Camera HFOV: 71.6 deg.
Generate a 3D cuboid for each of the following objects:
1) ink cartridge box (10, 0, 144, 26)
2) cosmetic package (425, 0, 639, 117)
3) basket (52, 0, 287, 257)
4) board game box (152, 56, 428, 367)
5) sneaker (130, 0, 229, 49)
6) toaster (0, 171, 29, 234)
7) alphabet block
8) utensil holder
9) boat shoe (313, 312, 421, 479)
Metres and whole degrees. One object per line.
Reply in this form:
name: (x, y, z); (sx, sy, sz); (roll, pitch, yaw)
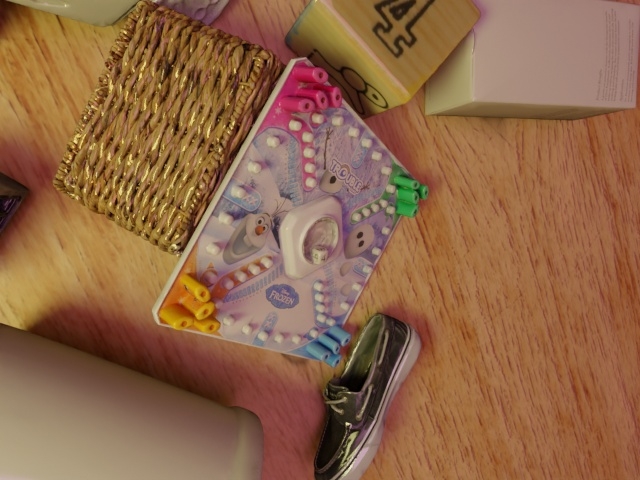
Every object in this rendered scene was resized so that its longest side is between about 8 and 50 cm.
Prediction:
ink cartridge box: (-0.338, -0.443, 0.530); (0.211, 0.122, 0.288); (-10, 93, -51)
cosmetic package: (0.390, -0.333, 0.823); (0.366, 0.155, 0.196); (-2, 96, -17)
basket: (-0.186, -0.146, 0.658); (0.223, 0.213, 0.298); (27, 94, 15)
board game box: (0.000, 0.000, 0.691); (0.390, 0.050, 0.389); (31, 86, -49)
sneaker: (-0.224, -0.473, 0.649); (0.236, 0.130, 0.322); (45, 105, 8)
toaster: (-0.489, -0.028, 0.566); (0.110, 0.186, 0.167); (30, 86, -14)
alphabet block: (0.090, -0.340, 0.710); (0.197, 0.192, 0.193); (42, 85, -18)
utensil holder: (-0.322, 0.322, 0.591); (0.386, 0.328, 0.327); (29, 87, -15)
boat shoe: (0.059, 0.286, 0.815); (0.119, 0.121, 0.334); (33, 75, -22)
